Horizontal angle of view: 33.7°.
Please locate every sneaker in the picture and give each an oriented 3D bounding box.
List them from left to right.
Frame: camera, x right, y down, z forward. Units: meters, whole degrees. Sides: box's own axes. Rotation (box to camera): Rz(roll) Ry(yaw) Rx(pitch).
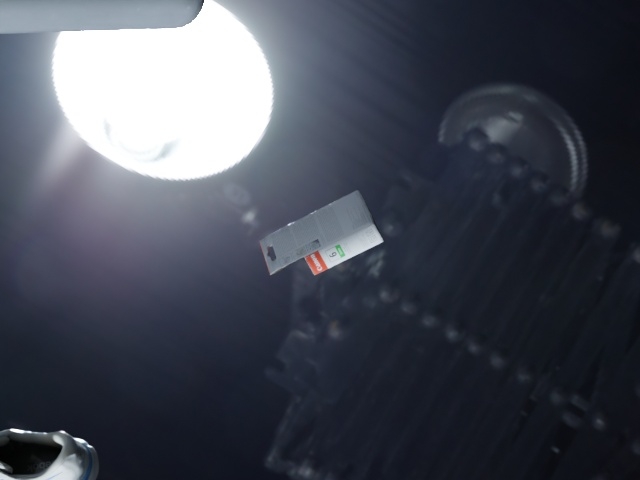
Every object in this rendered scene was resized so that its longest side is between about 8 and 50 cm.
[{"bbox_3d":[-0.287,0.189,0.880,0.083,0.191,0.071,90,-14,-61],"label":"sneaker"}]

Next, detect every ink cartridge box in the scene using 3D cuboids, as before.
[{"bbox_3d":[0.000,0.000,1.059,0.115,0.029,0.063,-27,-143,5],"label":"ink cartridge box"}]

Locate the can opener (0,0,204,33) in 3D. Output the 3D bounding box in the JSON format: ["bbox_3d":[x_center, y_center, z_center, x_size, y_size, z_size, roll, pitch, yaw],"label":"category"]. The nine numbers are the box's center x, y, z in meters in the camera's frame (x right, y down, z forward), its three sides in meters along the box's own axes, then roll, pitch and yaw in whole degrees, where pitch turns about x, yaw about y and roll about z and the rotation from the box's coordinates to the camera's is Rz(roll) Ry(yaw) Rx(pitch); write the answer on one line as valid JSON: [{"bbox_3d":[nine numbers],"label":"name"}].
[{"bbox_3d":[-0.165,-0.084,0.348,0.074,0.280,0.093,-46,-121,60],"label":"can opener"}]
